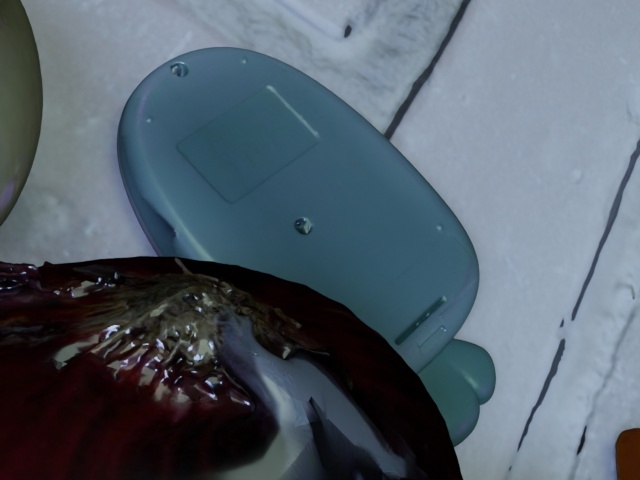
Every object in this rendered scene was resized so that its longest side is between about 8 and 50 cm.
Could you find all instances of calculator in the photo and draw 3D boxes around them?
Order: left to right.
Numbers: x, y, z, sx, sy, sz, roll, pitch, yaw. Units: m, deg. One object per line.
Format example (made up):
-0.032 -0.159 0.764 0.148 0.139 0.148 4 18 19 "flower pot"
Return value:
0.000 0.000 0.709 0.299 0.041 0.185 48 54 6 "calculator"

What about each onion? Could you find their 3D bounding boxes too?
-0.075 0.136 0.524 0.273 0.285 0.273 10 25 -5 "onion"

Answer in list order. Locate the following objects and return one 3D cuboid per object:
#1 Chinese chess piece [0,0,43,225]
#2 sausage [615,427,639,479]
-0.261 -0.064 0.518 0.273 0.102 0.273 1 41 -1 "Chinese chess piece"
0.211 0.183 0.715 0.039 0.041 0.131 24 54 -39 "sausage"
